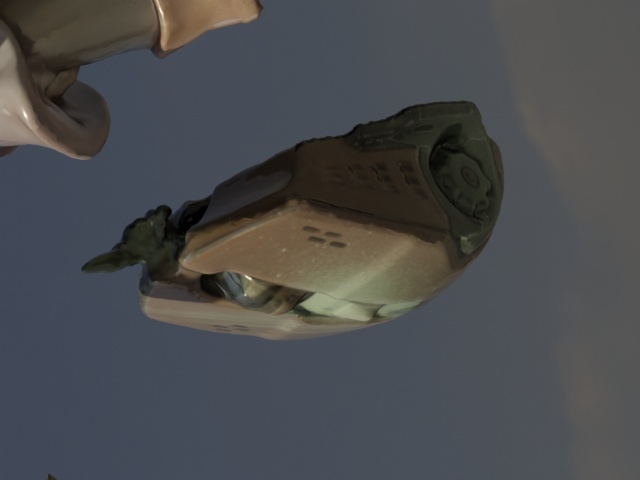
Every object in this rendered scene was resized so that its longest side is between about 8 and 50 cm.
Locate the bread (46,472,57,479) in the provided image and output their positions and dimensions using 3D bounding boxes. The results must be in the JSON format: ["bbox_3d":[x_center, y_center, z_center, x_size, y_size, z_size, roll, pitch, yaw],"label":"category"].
[{"bbox_3d":[-0.084,0.251,0.703,0.246,0.111,0.239,54,-166,-14],"label":"bread"}]

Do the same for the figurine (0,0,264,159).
[{"bbox_3d":[-0.152,-0.038,0.577,0.133,0.276,0.200,49,-175,-29],"label":"figurine"}]

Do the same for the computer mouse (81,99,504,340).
[{"bbox_3d":[0.004,0.005,1.183,0.389,0.199,0.115,-14,-109,-49],"label":"computer mouse"}]
